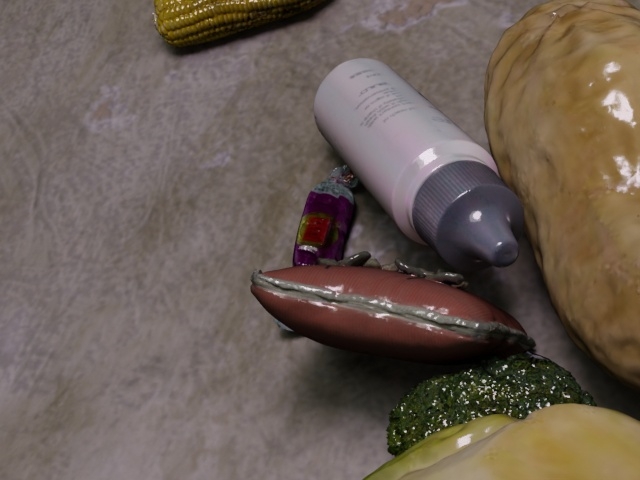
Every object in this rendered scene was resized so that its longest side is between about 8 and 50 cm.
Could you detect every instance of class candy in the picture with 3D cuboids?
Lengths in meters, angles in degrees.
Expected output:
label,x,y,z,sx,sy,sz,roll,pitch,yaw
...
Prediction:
label,x,y,z,sx,sy,sz,roll,pitch,yaw
candy,0.000,0.000,0.942,0.045,0.043,0.175,7,57,13

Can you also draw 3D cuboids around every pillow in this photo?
label,x,y,z,sx,sy,sz,roll,pitch,yaw
pillow,0.059,0.051,0.804,0.179,0.171,0.075,9,83,23

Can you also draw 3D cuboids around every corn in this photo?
label,x,y,z,sx,sy,sz,roll,pitch,yaw
corn,-0.080,-0.255,1.143,0.203,0.072,0.072,-14,52,9

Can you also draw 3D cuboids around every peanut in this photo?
label,x,y,z,sx,sy,sz,roll,pitch,yaw
peanut,0.229,-0.041,0.793,0.169,0.192,0.387,-9,50,-5

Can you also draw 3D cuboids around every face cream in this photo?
label,x,y,z,sx,sy,sz,roll,pitch,yaw
face cream,0.079,-0.059,0.866,0.092,0.092,0.311,-30,31,-2

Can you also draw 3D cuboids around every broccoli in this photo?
label,x,y,z,sx,sy,sz,roll,pitch,yaw
broccoli,0.121,0.140,0.747,0.162,0.146,0.138,20,95,16

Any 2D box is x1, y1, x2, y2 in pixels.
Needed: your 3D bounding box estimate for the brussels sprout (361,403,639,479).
label,x,y,z,sx,sy,sz,roll,pitch,yaw
brussels sprout,0.106,0.239,0.582,0.259,0.227,0.294,19,106,15
